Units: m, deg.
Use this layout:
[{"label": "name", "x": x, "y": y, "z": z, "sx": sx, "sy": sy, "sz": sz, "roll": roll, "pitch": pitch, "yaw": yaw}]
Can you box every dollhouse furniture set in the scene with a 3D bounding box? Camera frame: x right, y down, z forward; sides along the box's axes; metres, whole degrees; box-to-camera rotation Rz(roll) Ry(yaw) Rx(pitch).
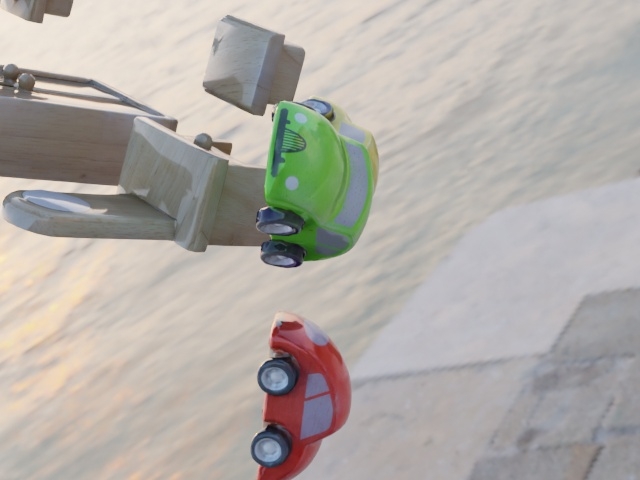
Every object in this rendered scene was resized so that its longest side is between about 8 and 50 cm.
[{"label": "dollhouse furniture set", "x": -0.133, "y": -0.210, "z": 0.662, "sx": 0.174, "sy": 0.355, "sz": 0.303, "roll": 2, "pitch": 20, "yaw": -44}]

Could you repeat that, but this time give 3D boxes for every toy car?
[{"label": "toy car", "x": 0.000, "y": 0.000, "z": 0.629, "sx": 0.053, "sy": 0.239, "sz": 0.225, "roll": 6, "pitch": -20, "yaw": 2}]
